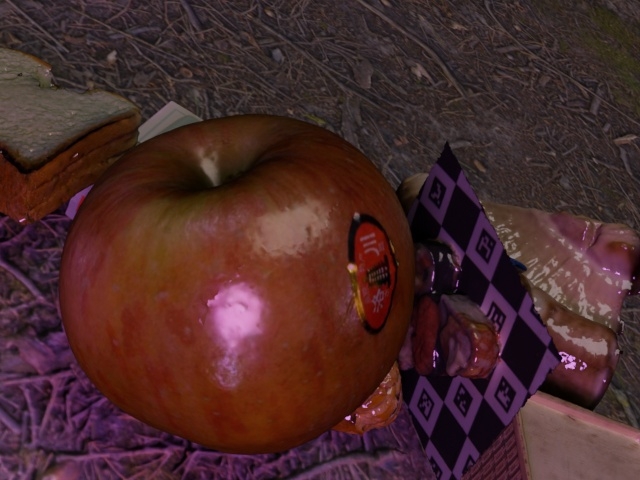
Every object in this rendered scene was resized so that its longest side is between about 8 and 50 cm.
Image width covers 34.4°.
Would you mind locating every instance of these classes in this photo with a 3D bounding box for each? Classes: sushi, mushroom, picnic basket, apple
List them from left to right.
[{"bbox_3d":[-0.086,0.053,1.157,0.401,0.333,0.400,-7,27,4],"label":"apple"},{"bbox_3d":[0.129,0.105,1.302,0.069,0.320,0.339,-1,50,-27],"label":"sushi"},{"bbox_3d":[0.265,0.073,1.563,0.397,0.224,0.313,22,58,9],"label":"mushroom"},{"bbox_3d":[0.291,0.364,1.248,0.228,0.175,0.312,22,34,-15],"label":"picnic basket"}]

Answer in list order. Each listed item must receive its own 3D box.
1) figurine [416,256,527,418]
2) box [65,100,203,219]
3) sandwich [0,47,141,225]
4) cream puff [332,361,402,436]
[{"bbox_3d":[0.182,0.128,1.388,0.121,0.164,0.262,19,71,-53],"label":"figurine"},{"bbox_3d":[-0.224,-0.083,1.432,0.135,0.079,0.269,34,36,1],"label":"box"},{"bbox_3d":[-0.386,-0.146,1.297,0.273,0.095,0.249,24,36,20],"label":"sandwich"},{"bbox_3d":[0.043,0.177,1.299,0.119,0.133,0.104,19,-1,37],"label":"cream puff"}]
